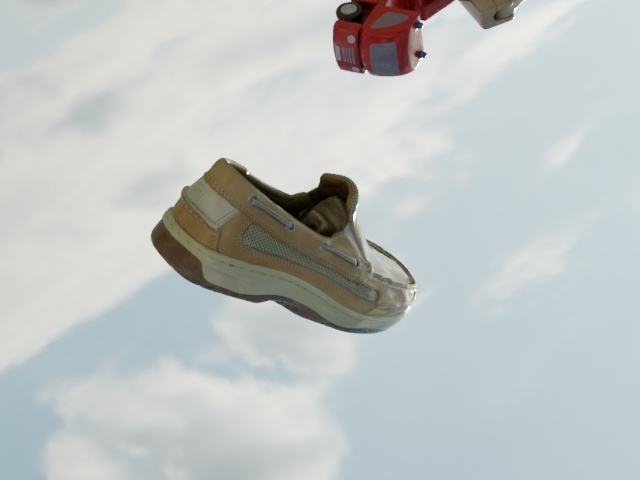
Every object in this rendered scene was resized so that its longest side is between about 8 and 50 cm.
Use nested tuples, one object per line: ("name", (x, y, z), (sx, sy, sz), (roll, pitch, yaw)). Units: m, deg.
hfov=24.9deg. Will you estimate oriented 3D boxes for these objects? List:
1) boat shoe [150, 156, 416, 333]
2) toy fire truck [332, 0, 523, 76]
("boat shoe", (0.000, 0.000, 0.758), (0.068, 0.190, 0.072), (43, -74, 33))
("toy fire truck", (0.104, -0.190, 1.089), (0.135, 0.047, 0.192), (13, -129, 23))
